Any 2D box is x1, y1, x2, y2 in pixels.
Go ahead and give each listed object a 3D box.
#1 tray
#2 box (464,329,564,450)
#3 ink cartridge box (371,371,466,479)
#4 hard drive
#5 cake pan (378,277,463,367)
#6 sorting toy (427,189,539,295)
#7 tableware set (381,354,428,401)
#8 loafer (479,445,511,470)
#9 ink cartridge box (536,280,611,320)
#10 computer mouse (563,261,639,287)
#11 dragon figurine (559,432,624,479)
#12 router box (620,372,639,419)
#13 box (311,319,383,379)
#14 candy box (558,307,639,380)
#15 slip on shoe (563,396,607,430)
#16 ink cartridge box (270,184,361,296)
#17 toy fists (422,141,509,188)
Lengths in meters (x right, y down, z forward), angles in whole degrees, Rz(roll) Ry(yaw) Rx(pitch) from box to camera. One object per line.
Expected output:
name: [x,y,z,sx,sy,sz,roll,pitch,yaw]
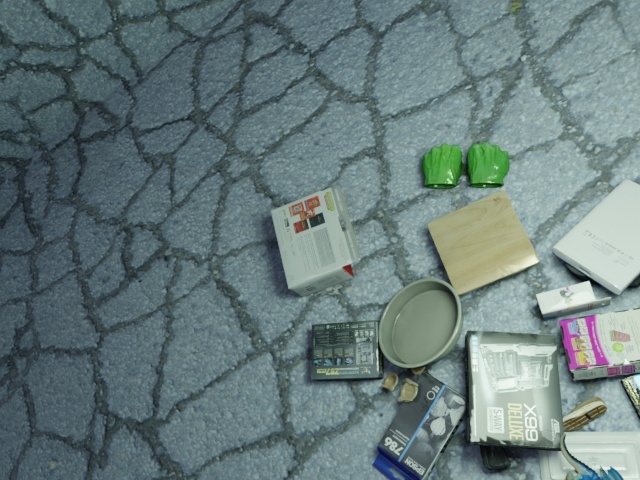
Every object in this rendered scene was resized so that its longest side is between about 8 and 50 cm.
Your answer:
tray: [0.715,0.577,1.498,0.271,0.030,0.145,-9,69,22]
box: [0.524,0.408,1.567,0.243,0.076,0.307,2,65,8]
ink cartridge box: [0.290,0.570,1.681,0.166,0.065,0.332,29,86,30]
hard drive: [0.838,-0.017,1.588,0.319,0.040,0.210,-40,53,-12]
cake pan: [0.308,0.255,1.735,0.293,0.054,0.293,-29,41,29]
sorting toy: [0.501,0.017,1.766,0.257,0.089,0.255,-25,63,15]
tableware set: [0.260,0.406,1.737,0.141,0.020,0.168,7,66,59]
loafer: [0.476,0.526,1.605,0.078,0.076,0.223,-16,71,17]
ink cartridge box: [0.709,0.167,1.605,0.182,0.104,0.061,-17,66,18]
computer mouse: [0.820,0.088,1.595,0.273,0.072,0.188,14,57,26]
dragon figurine: [0.699,0.610,1.417,0.144,0.085,0.288,-17,70,-1]
router box: [0.880,0.422,1.467,0.133,0.046,0.178,-25,63,15]
box: [0.085,0.359,1.854,0.233,0.059,0.183,-8,68,22]
candy box: [0.778,0.277,1.529,0.234,0.071,0.159,-13,48,21]
slip on shoe: [0.701,0.465,1.541,0.135,0.051,0.041,-38,20,17]
ink cartridge box: [0.000,0.000,1.983,0.272,0.130,0.309,-21,64,15]
toy fists: [0.473,-0.246,1.873,0.280,0.096,0.142,2,83,24]
